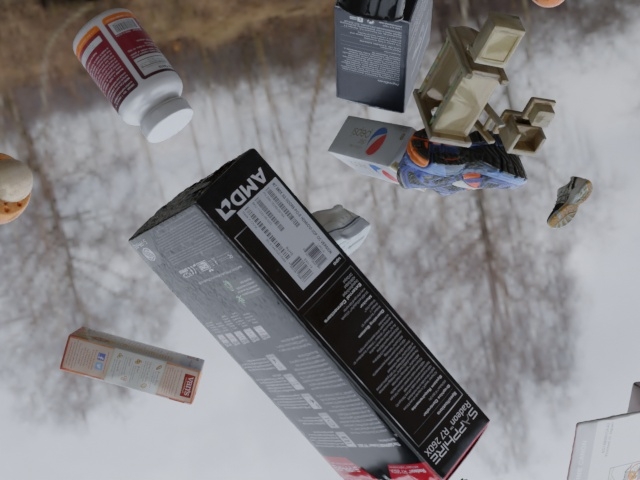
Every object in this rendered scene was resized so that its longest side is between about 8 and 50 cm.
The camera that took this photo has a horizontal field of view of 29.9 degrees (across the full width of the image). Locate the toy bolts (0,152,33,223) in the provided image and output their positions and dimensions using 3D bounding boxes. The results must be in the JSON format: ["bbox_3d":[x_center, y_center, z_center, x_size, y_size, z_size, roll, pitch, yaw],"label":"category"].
[{"bbox_3d":[-0.507,-0.031,1.612,0.218,0.228,0.158,22,156,-35],"label":"toy bolts"}]

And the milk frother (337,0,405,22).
[{"bbox_3d":[0.040,-0.352,1.456,0.143,0.134,0.129,1,-151,-21],"label":"milk frother"}]

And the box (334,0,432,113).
[{"bbox_3d":[0.091,-0.306,1.696,0.108,0.153,0.207,14,149,10],"label":"box"}]

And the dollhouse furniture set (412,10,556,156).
[{"bbox_3d":[0.228,-0.210,1.469,0.161,0.182,0.101,7,-135,-23],"label":"dollhouse furniture set"}]

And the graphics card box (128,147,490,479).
[{"bbox_3d":[-0.019,0.091,1.237,0.094,0.371,0.233,-46,-170,-24],"label":"graphics card box"}]

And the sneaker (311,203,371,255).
[{"bbox_3d":[0.000,0.000,2.101,0.091,0.094,0.258,32,-158,13],"label":"sneaker"}]

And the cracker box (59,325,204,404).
[{"bbox_3d":[-0.321,0.216,2.076,0.232,0.067,0.156,15,180,-3],"label":"cracker box"}]

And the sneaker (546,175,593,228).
[{"bbox_3d":[0.327,-0.051,1.602,0.083,0.032,0.037,-47,-136,-9],"label":"sneaker"}]

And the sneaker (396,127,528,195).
[{"bbox_3d":[0.194,-0.102,1.652,0.221,0.083,0.087,7,144,-32],"label":"sneaker"}]

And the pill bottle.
[{"bbox_3d":[-0.220,-0.193,1.420,0.086,0.152,0.086,-34,168,-8],"label":"pill bottle"}]

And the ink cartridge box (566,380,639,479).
[{"bbox_3d":[0.363,0.308,1.396,0.261,0.296,0.066,-4,-158,-25],"label":"ink cartridge box"}]

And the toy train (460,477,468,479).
[{"bbox_3d":[0.217,0.415,1.950,0.083,0.017,0.023,-54,-163,40],"label":"toy train"}]

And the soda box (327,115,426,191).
[{"bbox_3d":[0.096,-0.132,1.776,0.074,0.069,0.216,32,176,-25],"label":"soda box"}]

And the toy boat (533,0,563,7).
[{"bbox_3d":[0.352,-0.397,1.694,0.151,0.151,0.231,-50,-149,8],"label":"toy boat"}]
